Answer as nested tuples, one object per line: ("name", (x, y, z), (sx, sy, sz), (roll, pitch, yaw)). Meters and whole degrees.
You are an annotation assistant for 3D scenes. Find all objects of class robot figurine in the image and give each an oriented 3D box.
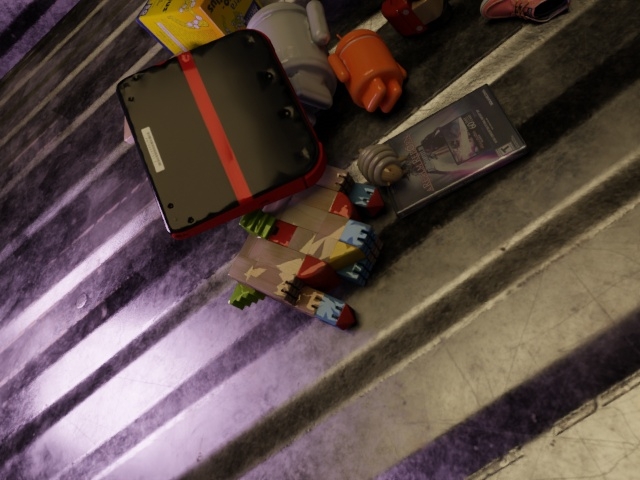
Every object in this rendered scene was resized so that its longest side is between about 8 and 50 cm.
("robot figurine", (-0.078, -0.451, 1.296), (0.300, 0.200, 0.353), (-39, 55, 36))
("robot figurine", (0.111, -0.395, 1.191), (0.158, 0.128, 0.219), (-24, 64, 5))

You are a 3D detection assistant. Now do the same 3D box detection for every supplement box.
("supplement box", (-0.406, -0.757, 1.720), (0.357, 0.195, 0.194), (12, 72, 38))

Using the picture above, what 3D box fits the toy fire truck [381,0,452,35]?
("toy fire truck", (0.179, -0.610, 1.279), (0.246, 0.158, 0.217), (-17, 56, 40))

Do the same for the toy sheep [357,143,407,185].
("toy sheep", (0.121, -0.157, 1.055), (0.091, 0.091, 0.132), (-49, 44, 1))

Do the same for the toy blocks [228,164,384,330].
("toy blocks", (0.000, 0.000, 1.041), (0.261, 0.191, 0.381), (19, 76, 28))

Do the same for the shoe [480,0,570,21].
("shoe", (0.428, -0.497, 1.084), (0.178, 0.063, 0.081), (-10, 54, 25))

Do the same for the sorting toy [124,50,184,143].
("sorting toy", (-0.514, -0.450, 1.687), (0.255, 0.089, 0.257), (-28, 51, 18))

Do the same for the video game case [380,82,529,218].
("video game case", (0.251, -0.183, 1.052), (0.274, 0.026, 0.196), (-27, 52, 18))

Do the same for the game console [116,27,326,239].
("game console", (-0.202, -0.229, 1.045), (0.342, 0.060, 0.386), (-25, 73, -1))
